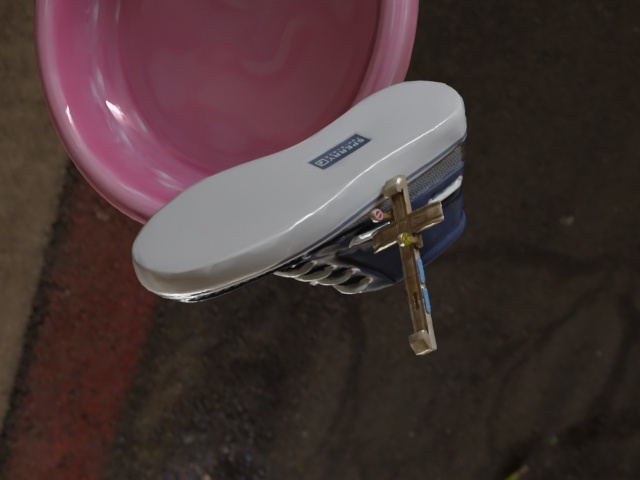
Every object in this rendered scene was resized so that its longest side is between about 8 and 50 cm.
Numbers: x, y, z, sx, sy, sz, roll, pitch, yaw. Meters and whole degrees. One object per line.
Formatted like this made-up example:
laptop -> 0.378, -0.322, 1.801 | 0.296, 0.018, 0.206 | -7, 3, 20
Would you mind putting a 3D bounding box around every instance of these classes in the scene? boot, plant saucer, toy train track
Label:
boot -> 0.000, 0.000, 0.726 | 0.190, 0.069, 0.086 | -29, 130, -25
plant saucer -> -0.065, -0.168, 1.121 | 0.332, 0.332, 0.084 | -54, 154, 18
toy train track -> 0.038, 0.010, 0.682 | 0.014, 0.083, 0.048 | 4, 158, -39
